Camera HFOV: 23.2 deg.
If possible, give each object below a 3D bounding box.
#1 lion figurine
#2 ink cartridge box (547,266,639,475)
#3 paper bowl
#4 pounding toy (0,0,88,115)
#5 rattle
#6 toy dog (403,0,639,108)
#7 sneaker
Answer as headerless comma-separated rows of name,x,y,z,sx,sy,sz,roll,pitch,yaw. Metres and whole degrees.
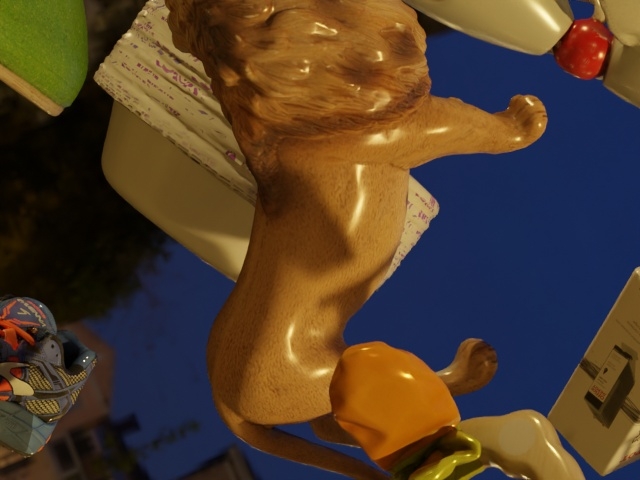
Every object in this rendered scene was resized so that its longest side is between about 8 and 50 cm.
lion figurine,0.000,0.000,0.973,0.142,0.240,0.392,13,-82,54
ink cartridge box,0.214,0.072,0.965,0.056,0.099,0.135,48,-45,29
paper bowl,-0.057,-0.055,1.234,0.284,0.148,0.284,36,1,-1
pounding toy,-0.159,-0.158,0.563,0.237,0.110,0.183,37,-2,-14
rattle,0.074,0.166,0.778,0.142,0.130,0.199,72,17,-57
toy dog,0.161,-0.215,1.133,0.161,0.334,0.220,-66,-157,15
sneaker,-0.211,0.064,0.968,0.083,0.087,0.221,43,-2,22
